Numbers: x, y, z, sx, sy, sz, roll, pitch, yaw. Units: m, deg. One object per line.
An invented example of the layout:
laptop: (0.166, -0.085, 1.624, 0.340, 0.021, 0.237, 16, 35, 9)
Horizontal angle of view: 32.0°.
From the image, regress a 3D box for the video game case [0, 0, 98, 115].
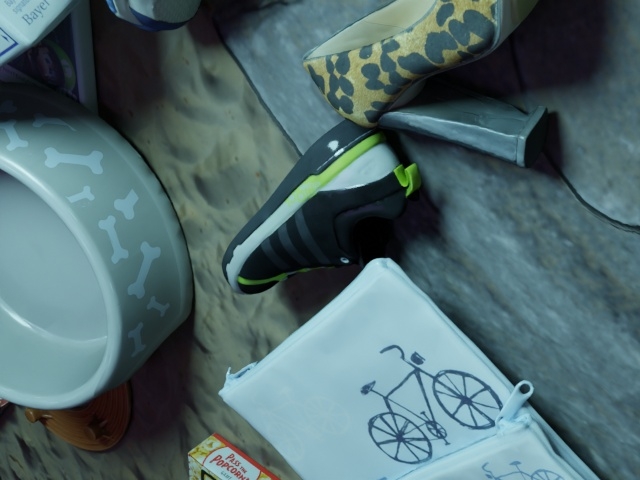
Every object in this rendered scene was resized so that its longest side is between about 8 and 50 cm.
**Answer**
video game case: (-0.282, -0.222, 1.073, 0.173, 0.022, 0.190, 29, 134, 29)

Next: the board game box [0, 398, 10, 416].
board game box: (-0.532, 0.225, 1.635, 0.145, 0.027, 0.281, 51, 141, 4)

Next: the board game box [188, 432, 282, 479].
board game box: (-0.059, 0.314, 1.190, 0.193, 0.045, 0.147, 30, 134, 29)

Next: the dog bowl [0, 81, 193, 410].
dog bowl: (-0.302, 0.019, 1.133, 0.348, 0.102, 0.349, 14, 124, 22)

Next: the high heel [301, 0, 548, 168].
high heel: (0.054, -0.170, 0.700, 0.186, 0.093, 0.261, 21, 139, 27)

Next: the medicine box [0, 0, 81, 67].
medicine box: (-0.349, -0.268, 0.906, 0.263, 0.149, 0.289, -13, 126, 50)

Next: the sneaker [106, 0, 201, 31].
sneaker: (-0.074, -0.235, 0.782, 0.130, 0.112, 0.296, 23, 151, 0)

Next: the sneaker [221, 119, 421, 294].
sneaker: (0.000, 0.000, 0.885, 0.097, 0.084, 0.235, 48, 141, 6)

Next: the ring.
ring: (-0.355, 0.118, 1.375, 0.336, 0.032, 0.337, 25, 131, 32)

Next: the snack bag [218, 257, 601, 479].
snack bag: (0.085, 0.195, 0.938, 0.342, 0.037, 0.323, 48, 142, 0)
